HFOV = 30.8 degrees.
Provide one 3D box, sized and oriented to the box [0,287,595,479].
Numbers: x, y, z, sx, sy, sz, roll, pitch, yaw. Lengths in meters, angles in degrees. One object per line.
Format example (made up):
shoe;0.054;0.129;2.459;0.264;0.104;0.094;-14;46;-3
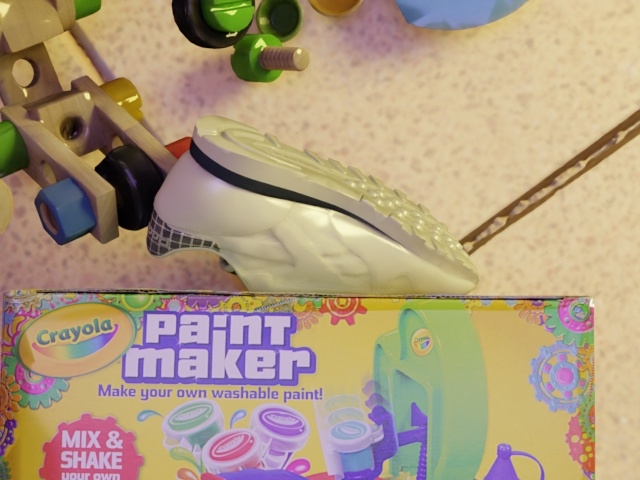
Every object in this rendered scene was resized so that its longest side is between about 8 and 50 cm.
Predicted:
box;-0.008;0.122;0.684;0.290;0.279;0.177;1;84;3

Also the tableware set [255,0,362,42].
tableware set;0.005;-0.213;0.821;0.154;0.024;0.104;-29;84;20

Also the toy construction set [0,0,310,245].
toy construction set;-0.223;-0.105;0.770;0.237;0.257;0.309;14;62;47

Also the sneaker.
sneaker;0.000;0.000;0.771;0.235;0.090;0.095;22;105;-25

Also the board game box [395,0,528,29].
board game box;0.095;-0.231;0.839;0.133;0.033;0.168;-29;84;1
